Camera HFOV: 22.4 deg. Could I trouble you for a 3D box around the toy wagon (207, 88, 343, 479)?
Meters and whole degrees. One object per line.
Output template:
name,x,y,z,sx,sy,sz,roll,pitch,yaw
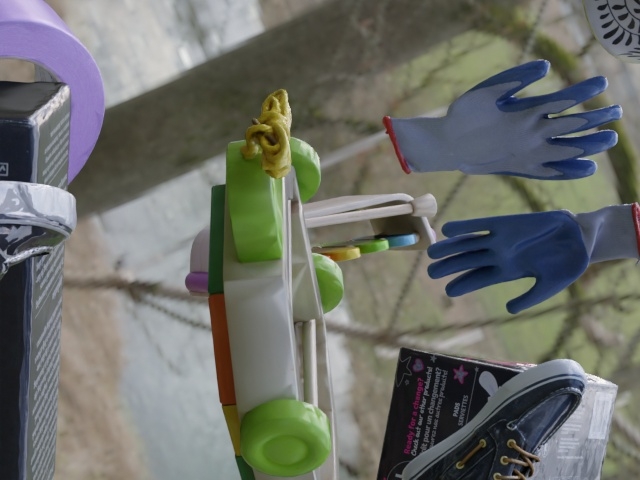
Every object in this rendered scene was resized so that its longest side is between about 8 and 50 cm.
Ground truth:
toy wagon,-0.027,0.049,1.072,0.267,0.068,0.344,-93,173,-46

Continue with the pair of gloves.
pair of gloves,0.136,-0.032,1.101,0.023,0.159,0.198,-76,151,-51

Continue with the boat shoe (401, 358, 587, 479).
boat shoe,0.150,0.178,1.294,0.065,0.183,0.083,34,22,-39

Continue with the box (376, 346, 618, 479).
box,0.168,0.192,1.521,0.247,0.142,0.163,15,85,-63

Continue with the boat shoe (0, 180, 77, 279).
boat shoe,-0.271,0.016,1.100,0.301,0.108,0.102,-4,85,-64

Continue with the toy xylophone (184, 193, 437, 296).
toy xylophone,0.000,0.000,1.952,0.236,0.322,0.081,2,-78,65

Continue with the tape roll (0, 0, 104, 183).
tape roll,-0.375,-0.139,1.745,0.090,0.275,0.275,48,-7,39

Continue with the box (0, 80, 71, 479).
box,-0.383,0.058,1.416,0.212,0.293,0.396,-91,-174,-76

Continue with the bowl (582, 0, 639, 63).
bowl,0.266,-0.195,1.117,0.080,0.170,0.170,29,-25,47
